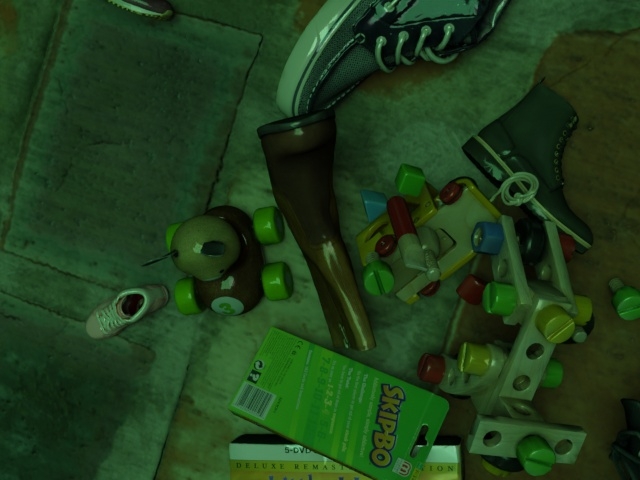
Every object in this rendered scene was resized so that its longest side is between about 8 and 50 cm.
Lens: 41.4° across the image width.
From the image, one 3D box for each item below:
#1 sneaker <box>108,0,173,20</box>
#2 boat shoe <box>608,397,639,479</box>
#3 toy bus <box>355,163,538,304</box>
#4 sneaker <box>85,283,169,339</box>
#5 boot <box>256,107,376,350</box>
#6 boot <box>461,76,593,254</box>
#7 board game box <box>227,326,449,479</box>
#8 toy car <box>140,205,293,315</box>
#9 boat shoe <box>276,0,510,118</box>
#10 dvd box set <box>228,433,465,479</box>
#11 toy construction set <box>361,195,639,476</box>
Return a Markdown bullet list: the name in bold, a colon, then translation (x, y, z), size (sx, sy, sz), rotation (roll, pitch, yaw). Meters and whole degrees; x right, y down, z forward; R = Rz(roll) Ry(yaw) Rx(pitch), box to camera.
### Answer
- **sneaker**: translation (-0.276, -0.369, 1.166), size (0.186, 0.069, 0.083), rotation (27, 101, 11)
- **boat shoe**: translation (0.400, 0.238, 0.947), size (0.156, 0.187, 0.500), rotation (24, 90, 15)
- **toy bus**: translation (0.140, -0.022, 1.037), size (0.202, 0.104, 0.191), rotation (-1, 123, -7)
- **sneaker**: translation (-0.280, 0.099, 1.166), size (0.134, 0.070, 0.051), rotation (-26, 86, 13)
- **boot**: translation (0.000, 0.000, 1.004), size (0.096, 0.264, 0.280), rotation (-15, 84, -14)
- **boot**: translation (0.289, -0.093, 1.029), size (0.137, 0.077, 0.198), rotation (-45, 81, 5)
- **board game box**: translation (0.022, 0.210, 1.067), size (0.259, 0.039, 0.124), rotation (19, 68, 24)
- **toy car**: translation (-0.139, 0.027, 1.070), size (0.155, 0.188, 0.148), rotation (-10, 87, 14)
- **boat shoe**: translation (0.101, -0.256, 1.042), size (0.158, 0.127, 0.340), rotation (41, 98, 18)
- **dvd box set**: translation (0.041, 0.463, 1.091), size (0.308, 0.062, 0.420), rotation (-2, 90, 13)
- **toy construction set**: translation (0.187, 0.106, 0.909), size (0.309, 0.237, 0.257), rotation (37, 110, -21)
